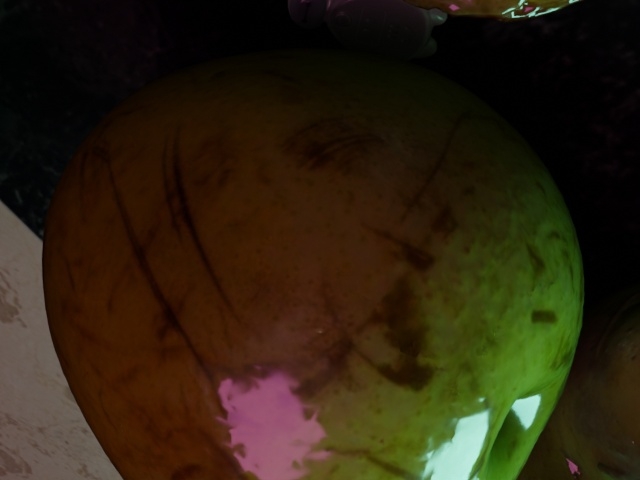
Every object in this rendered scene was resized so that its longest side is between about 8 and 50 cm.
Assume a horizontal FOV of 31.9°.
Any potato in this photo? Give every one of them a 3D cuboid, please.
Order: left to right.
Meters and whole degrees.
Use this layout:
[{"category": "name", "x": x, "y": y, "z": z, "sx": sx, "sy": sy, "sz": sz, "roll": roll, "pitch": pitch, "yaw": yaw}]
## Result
[{"category": "potato", "x": 0.192, "y": 0.112, "z": 0.641, "sx": 0.169, "sy": 0.143, "sz": 0.248, "roll": 40, "pitch": 138, "yaw": -2}]

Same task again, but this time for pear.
[{"category": "pear", "x": -0.006, "y": 0.035, "z": 0.585, "sx": 0.283, "sy": 0.284, "sz": 0.284, "roll": 16, "pitch": 137, "yaw": 15}]

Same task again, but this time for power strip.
[{"category": "power strip", "x": 0.025, "y": -0.123, "z": 0.595, "sx": 0.083, "sy": 0.035, "sz": 0.055, "roll": 13, "pitch": 138, "yaw": -1}]

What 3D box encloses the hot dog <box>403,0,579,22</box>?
[{"category": "hot dog", "x": 0.073, "y": -0.213, "z": 0.404, "sx": 0.196, "sy": 0.122, "sz": 0.272, "roll": 15, "pitch": 144, "yaw": 11}]
